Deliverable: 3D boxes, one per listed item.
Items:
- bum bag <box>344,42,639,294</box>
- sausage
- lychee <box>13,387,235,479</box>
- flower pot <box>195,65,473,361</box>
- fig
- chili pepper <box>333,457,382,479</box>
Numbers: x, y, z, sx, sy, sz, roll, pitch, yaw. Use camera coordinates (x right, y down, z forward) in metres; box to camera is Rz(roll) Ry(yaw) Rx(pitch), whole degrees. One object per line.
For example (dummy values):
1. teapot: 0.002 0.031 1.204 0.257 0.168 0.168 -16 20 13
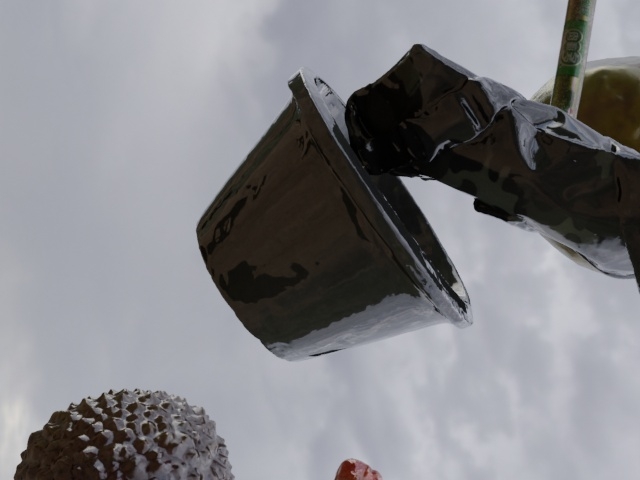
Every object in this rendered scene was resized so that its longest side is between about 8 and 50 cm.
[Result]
1. bum bag: 0.178 -0.055 0.831 0.095 0.340 0.144 -54 166 -41
2. sausage: 0.282 -0.203 1.146 0.033 0.033 0.269 -10 -114 66
3. lychee: -0.227 0.303 1.228 0.267 0.267 0.267 -178 -90 -67
4. flower pot: 0.000 0.000 0.895 0.166 0.269 0.269 -35 -138 8
5. fig: 0.454 -0.123 1.529 0.343 0.343 0.343 -178 -90 -67
6. chili pepper: 0.043 0.344 1.322 0.070 0.073 0.123 -37 -152 39
